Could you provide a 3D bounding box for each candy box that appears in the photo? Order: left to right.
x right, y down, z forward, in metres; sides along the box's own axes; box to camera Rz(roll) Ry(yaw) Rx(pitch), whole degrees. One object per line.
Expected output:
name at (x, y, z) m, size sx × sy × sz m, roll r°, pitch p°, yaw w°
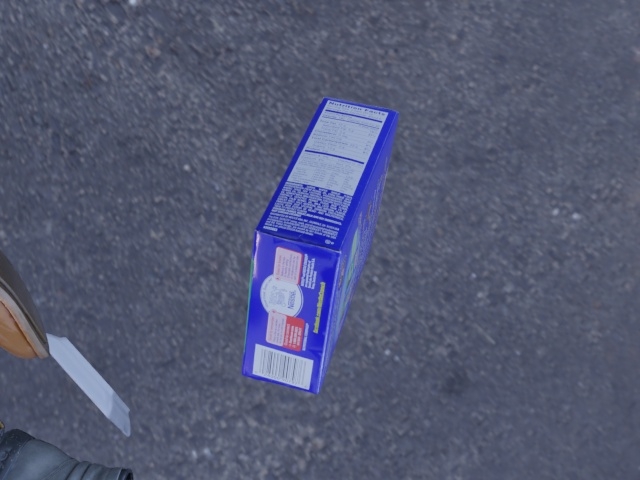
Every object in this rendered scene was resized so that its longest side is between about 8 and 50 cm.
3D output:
candy box at (0.000, 0.000, 1.545) m, size 0.122 × 0.317 × 0.268 m, roll 16°, pitch 132°, yaw 8°

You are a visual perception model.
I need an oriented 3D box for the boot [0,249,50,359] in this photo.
boot at (-0.431, 0.078, 1.165) m, size 0.220 × 0.109 × 0.283 m, roll -35°, pitch 137°, yaw 0°

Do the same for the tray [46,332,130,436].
tray at (-0.307, 0.190, 1.521) m, size 0.030 × 0.270 × 0.145 m, roll -43°, pitch 81°, yaw -13°

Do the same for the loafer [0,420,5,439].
loafer at (-0.427, 0.184, 1.316) m, size 0.170 × 0.062 × 0.061 m, roll 41°, pitch 118°, yaw 7°

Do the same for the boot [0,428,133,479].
boot at (-0.308, 0.329, 1.189) m, size 0.083 × 0.161 × 0.246 m, roll 80°, pitch 33°, yaw -66°
